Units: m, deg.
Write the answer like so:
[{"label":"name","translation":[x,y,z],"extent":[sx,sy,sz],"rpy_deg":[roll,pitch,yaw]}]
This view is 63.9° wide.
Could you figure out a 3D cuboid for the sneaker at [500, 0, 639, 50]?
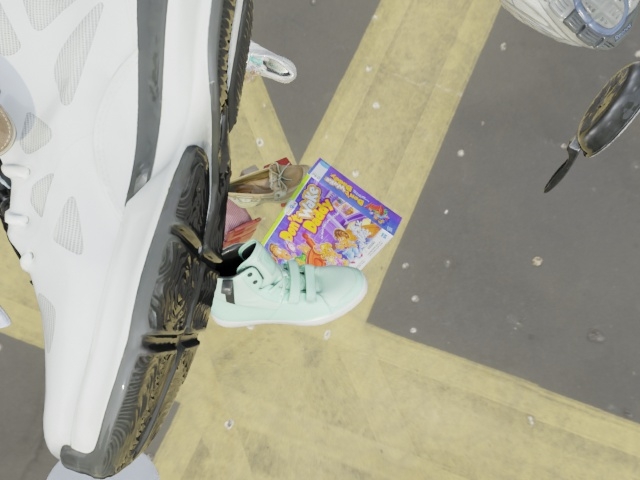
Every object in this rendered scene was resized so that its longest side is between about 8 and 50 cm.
[{"label":"sneaker","translation":[0.251,-0.338,0.648],"extent":[0.297,0.129,0.111],"rpy_deg":[36,96,-15]}]

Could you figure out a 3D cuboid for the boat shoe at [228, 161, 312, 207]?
[{"label":"boat shoe","translation":[-0.155,-0.161,1.491],"extent":[0.286,0.089,0.104],"rpy_deg":[-16,66,26]}]

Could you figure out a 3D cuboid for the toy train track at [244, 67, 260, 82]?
[{"label":"toy train track","translation":[-0.171,-0.358,1.119],"extent":[0.084,0.014,0.048],"rpy_deg":[-9,45,20]}]

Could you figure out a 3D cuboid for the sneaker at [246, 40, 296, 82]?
[{"label":"sneaker","translation":[-0.156,-0.424,1.198],"extent":[0.213,0.094,0.080],"rpy_deg":[14,110,-12]}]

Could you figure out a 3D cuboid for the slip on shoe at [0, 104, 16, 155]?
[{"label":"slip on shoe","translation":[-0.241,-0.091,0.286],"extent":[0.135,0.041,0.051],"rpy_deg":[40,80,-32]}]

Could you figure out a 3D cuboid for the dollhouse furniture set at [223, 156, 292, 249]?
[{"label":"dollhouse furniture set","translation":[-0.206,-0.146,1.698],"extent":[0.374,0.152,0.201],"rpy_deg":[-29,78,-30]}]

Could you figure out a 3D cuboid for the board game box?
[{"label":"board game box","translation":[0.000,0.000,1.246],"extent":[0.233,0.347,0.078],"rpy_deg":[36,43,-2]}]

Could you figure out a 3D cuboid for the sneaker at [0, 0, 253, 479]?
[{"label":"sneaker","translation":[-0.211,-0.060,0.415],"extent":[0.258,0.169,0.446],"rpy_deg":[7,79,0]}]

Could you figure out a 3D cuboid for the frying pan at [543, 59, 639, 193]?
[{"label":"frying pan","translation":[0.528,-0.227,0.988],"extent":[0.053,0.326,0.197],"rpy_deg":[31,78,4]}]

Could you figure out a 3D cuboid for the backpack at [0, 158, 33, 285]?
[{"label":"backpack","translation":[-0.401,-0.014,0.829],"extent":[0.191,0.253,0.225],"rpy_deg":[-27,46,-37]}]

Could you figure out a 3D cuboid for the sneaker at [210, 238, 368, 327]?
[{"label":"sneaker","translation":[-0.050,0.059,0.777],"extent":[0.256,0.151,0.094],"rpy_deg":[-9,52,-5]}]

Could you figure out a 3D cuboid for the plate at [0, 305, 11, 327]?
[{"label":"plate","translation":[-0.793,0.091,0.993],"extent":[0.278,0.277,0.045],"rpy_deg":[-9,43,-9]}]

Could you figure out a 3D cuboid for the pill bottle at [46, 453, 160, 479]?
[{"label":"pill bottle","translation":[-0.338,0.454,0.728],"extent":[0.188,0.188,0.333],"rpy_deg":[25,114,3]}]
